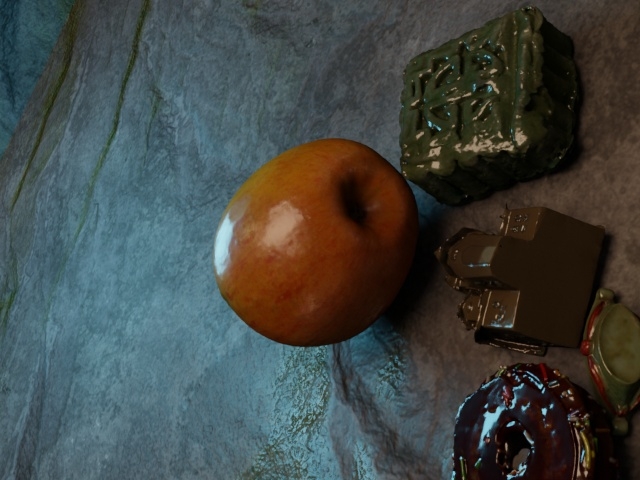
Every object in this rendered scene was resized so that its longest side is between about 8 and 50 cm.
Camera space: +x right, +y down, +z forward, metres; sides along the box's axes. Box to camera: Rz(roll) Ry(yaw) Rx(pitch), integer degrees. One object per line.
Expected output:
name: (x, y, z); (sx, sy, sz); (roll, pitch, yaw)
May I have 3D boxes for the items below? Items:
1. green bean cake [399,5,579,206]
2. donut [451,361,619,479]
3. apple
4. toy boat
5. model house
green bean cake: (0.242, -0.193, 1.377); (0.255, 0.132, 0.241); (-16, 55, 43)
donut: (0.256, 0.259, 1.127); (0.235, 0.089, 0.235); (-34, 49, 49)
apple: (0.000, 0.000, 1.405); (0.275, 0.299, 0.299); (-42, 43, 39)
toy boat: (0.351, 0.134, 1.125); (0.089, 0.071, 0.185); (1, 64, 3)
model house: (0.220, 0.045, 1.268); (0.248, 0.176, 0.180); (-9, 63, 63)
